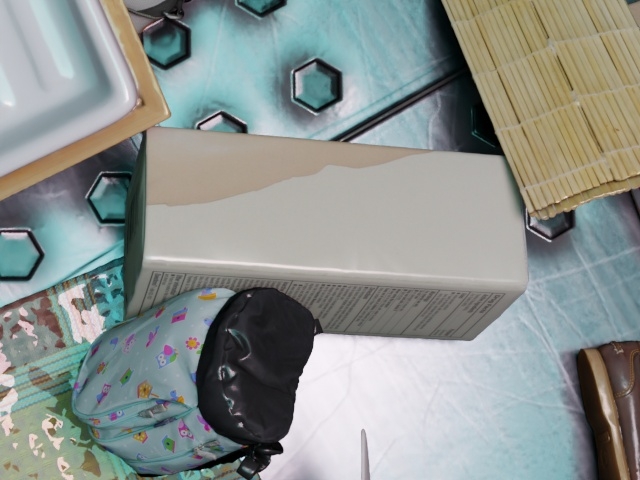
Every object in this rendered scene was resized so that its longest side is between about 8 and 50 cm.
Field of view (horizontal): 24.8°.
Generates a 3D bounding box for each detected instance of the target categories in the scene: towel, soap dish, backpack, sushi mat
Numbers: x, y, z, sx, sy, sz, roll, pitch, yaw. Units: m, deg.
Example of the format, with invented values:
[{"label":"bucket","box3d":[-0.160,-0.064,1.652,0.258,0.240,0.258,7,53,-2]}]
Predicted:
[{"label":"towel","box3d":[-0.187,0.221,1.218,0.271,0.040,0.370,-23,88,-12]},{"label":"soap dish","box3d":[-0.276,-0.142,1.154,0.291,0.118,0.229,-24,88,16]},{"label":"backpack","box3d":[-0.103,0.111,1.134,0.115,0.182,0.152,49,41,-24]},{"label":"sushi mat","box3d":[0.201,-0.159,1.238,0.151,0.019,0.316,-16,53,1]}]

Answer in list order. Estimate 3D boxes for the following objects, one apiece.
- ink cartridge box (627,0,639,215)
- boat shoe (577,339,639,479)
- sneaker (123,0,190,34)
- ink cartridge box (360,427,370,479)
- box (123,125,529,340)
[{"label":"ink cartridge box","box3d":[0.364,-0.118,1.319,0.193,0.088,0.234,-20,88,-12]},{"label":"boat shoe","box3d":[0.281,0.190,1.281,0.073,0.073,0.207,-7,86,-8]},{"label":"sneaker","box3d":[-0.122,-0.239,1.253,0.272,0.100,0.108,-12,96,-4]},{"label":"ink cartridge box","box3d":[-0.025,0.331,1.059,0.119,0.207,0.353,0,46,6]},{"label":"box","box3d":[0.000,0.000,1.198,0.311,0.148,0.121,4,66,-14]}]
